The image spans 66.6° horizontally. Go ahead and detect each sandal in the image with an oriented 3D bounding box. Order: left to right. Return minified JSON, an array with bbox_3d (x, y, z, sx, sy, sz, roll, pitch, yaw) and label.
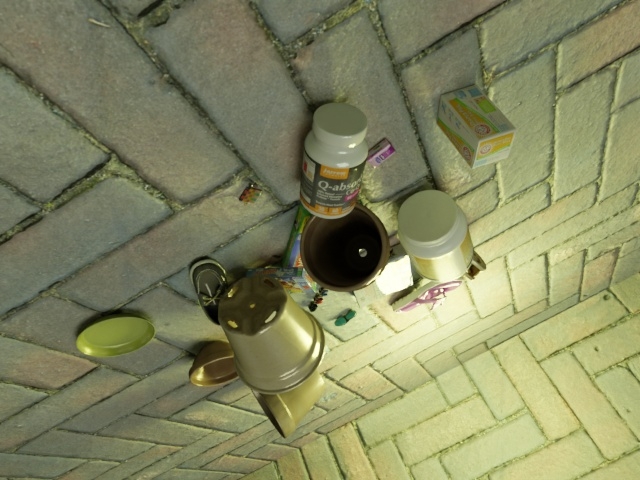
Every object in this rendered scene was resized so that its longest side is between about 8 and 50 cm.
[{"bbox_3d":[0.475,0.257,2.109,0.169,0.102,0.416,-2,157,-29],"label":"sandal"}]

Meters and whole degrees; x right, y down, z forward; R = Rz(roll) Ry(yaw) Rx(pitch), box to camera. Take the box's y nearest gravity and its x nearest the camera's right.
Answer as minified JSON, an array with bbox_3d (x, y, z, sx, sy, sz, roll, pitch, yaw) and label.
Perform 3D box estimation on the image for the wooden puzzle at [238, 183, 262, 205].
[{"bbox_3d":[-0.194,-0.126,1.348,0.049,0.006,0.083,9,133,-40],"label":"wooden puzzle"}]

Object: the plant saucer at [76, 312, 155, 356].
[{"bbox_3d":[-0.670,0.306,1.600,0.241,0.037,0.241,-17,146,-12],"label":"plant saucer"}]

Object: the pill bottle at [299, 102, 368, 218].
[{"bbox_3d":[0.034,-0.200,1.254,0.162,0.162,0.278,-13,144,-17],"label":"pill bottle"}]

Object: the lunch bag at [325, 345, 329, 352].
[{"bbox_3d":[-0.052,0.481,2.165,0.151,0.096,0.129,-34,145,-6],"label":"lunch bag"}]

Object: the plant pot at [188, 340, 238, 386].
[{"bbox_3d":[-0.406,0.472,1.923,0.237,0.109,0.237,-16,144,-12],"label":"plant pot"}]

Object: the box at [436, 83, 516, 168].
[{"bbox_3d":[0.412,-0.307,1.308,0.114,0.203,0.103,-19,145,-8],"label":"box"}]

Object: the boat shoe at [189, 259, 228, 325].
[{"bbox_3d":[-0.345,0.173,1.577,0.109,0.091,0.305,-17,145,-12],"label":"boat shoe"}]

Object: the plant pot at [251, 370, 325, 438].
[{"bbox_3d":[-0.140,0.685,2.236,0.280,0.323,0.323,-31,149,-19],"label":"plant pot"}]

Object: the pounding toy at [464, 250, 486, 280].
[{"bbox_3d":[0.561,0.101,1.989,0.270,0.154,0.155,11,132,-40],"label":"pounding toy"}]

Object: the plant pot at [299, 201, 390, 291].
[{"bbox_3d":[0.096,0.027,1.475,0.263,0.263,0.229,-34,163,13],"label":"plant pot"}]

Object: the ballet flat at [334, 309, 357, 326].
[{"bbox_3d":[0.113,0.342,2.139,0.114,0.041,0.041,-34,145,15],"label":"ballet flat"}]

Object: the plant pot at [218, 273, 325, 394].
[{"bbox_3d":[-0.180,0.283,1.590,0.334,0.333,0.305,-23,139,-2],"label":"plant pot"}]

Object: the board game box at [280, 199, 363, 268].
[{"bbox_3d":[0.000,0.000,1.603,0.214,0.046,0.317,-8,142,-24],"label":"board game box"}]

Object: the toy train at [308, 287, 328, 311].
[{"bbox_3d":[-0.007,0.231,1.914,0.027,0.036,0.158,0,138,-32],"label":"toy train"}]

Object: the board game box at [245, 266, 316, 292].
[{"bbox_3d":[-0.130,0.134,1.629,0.201,0.035,0.136,-3,151,19],"label":"board game box"}]

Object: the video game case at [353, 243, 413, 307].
[{"bbox_3d":[0.236,0.144,1.926,0.244,0.061,0.269,-23,146,0],"label":"video game case"}]

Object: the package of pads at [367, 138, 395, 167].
[{"bbox_3d":[0.170,-0.247,1.390,0.083,0.032,0.050,-37,147,17],"label":"package of pads"}]

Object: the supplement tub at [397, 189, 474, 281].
[{"bbox_3d":[0.395,-0.012,1.671,0.228,0.228,0.316,-30,146,7],"label":"supplement tub"}]
